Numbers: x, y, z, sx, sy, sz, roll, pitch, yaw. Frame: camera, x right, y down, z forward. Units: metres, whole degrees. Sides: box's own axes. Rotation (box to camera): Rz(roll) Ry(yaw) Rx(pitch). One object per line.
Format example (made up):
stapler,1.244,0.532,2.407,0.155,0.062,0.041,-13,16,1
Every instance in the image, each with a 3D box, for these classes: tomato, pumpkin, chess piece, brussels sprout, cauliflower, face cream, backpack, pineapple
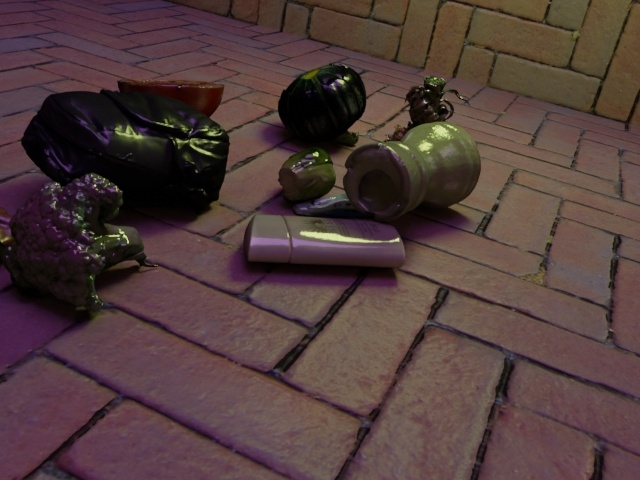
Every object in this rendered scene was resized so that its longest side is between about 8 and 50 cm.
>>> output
tomato,-0.443,-0.406,2.016,0.338,0.144,0.338,2,18,-1
pumpkin,0.017,-0.417,2.172,0.295,0.296,0.296,9,27,-4
chess piece,0.229,-0.174,1.695,0.234,0.234,0.442,25,23,25
brussels sprout,-0.034,-0.171,1.733,0.145,0.131,0.183,-4,16,3
cauliflower,-0.424,0.005,1.229,0.256,0.239,0.315,-1,-3,39
face cream,0.000,0.000,1.484,0.348,0.081,0.173,3,26,-15
backpack,-0.444,-0.207,1.543,0.445,0.255,0.363,2,26,-48
pineapple,0.331,-0.379,2.130,0.262,0.272,0.262,9,26,-4

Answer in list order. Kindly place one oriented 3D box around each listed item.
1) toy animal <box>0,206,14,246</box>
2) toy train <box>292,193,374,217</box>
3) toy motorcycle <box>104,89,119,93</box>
toy animal,-0.624,0.012,1.239,0.157,0.097,0.312,27,26,4
toy train,0.045,-0.090,1.709,0.233,0.051,0.052,2,25,-18
toy motorcycle,-0.625,-0.335,1.875,0.182,0.124,0.272,-12,26,2
